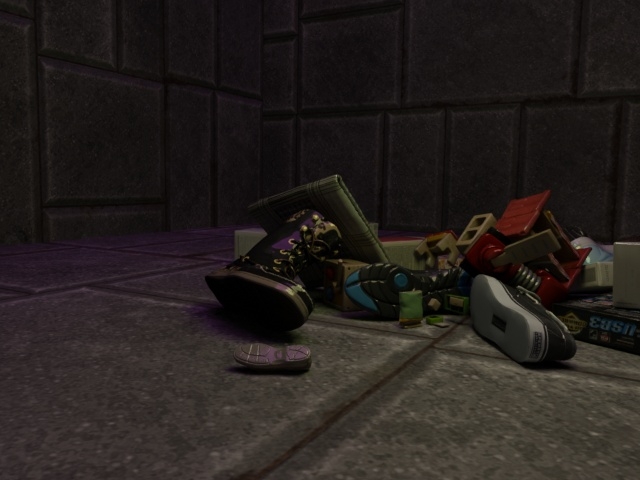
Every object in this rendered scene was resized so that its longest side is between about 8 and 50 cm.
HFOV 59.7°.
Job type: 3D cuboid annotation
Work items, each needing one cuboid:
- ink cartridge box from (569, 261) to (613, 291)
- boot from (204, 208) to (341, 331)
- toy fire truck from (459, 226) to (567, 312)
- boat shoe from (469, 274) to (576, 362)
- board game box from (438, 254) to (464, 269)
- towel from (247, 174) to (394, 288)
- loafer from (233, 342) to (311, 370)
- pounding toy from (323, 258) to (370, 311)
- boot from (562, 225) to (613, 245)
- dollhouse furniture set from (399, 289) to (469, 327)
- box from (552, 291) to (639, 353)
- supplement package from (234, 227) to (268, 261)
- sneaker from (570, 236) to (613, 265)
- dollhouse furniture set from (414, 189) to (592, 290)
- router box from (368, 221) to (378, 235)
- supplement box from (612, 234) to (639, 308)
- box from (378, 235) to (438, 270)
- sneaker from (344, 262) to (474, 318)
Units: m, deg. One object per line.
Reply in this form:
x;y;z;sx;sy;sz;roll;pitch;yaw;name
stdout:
0.765;0.102;1.416;0.261;0.066;0.296;1;-9;0;ink cartridge box
-0.067;0.052;1.222;0.284;0.138;0.377;-38;18;-26;boot
0.428;0.064;1.158;0.217;0.158;0.246;39;7;2;toy fire truck
0.376;0.143;1.060;0.105;0.113;0.306;7;8;-7;boat shoe
0.397;0.078;2.016;0.193;0.045;0.147;-1;6;-16;board game box
0.000;0.000;1.441;0.312;0.324;0.056;-14;34;36;towel
-0.076;0.193;0.890;0.125;0.039;0.045;-1;38;8;loafer
0.056;0.099;1.336;0.100;0.130;0.141;-2;7;-25;pounding toy
0.783;0.065;1.872;0.223;0.118;0.338;18;-24;-36;boot
0.239;0.145;1.179;0.152;0.076;0.058;-2;6;-31;dollhouse furniture set
0.672;0.162;1.104;0.293;0.073;0.295;-2;6;-37;box
-0.155;0.035;1.893;0.244;0.139;0.134;5;8;24;supplement package
0.880;0.099;1.704;0.366;0.135;0.150;9;41;-35;sneaker
0.458;0.025;1.441;0.152;0.201;0.374;-49;19;-29;dollhouse furniture set
0.123;0.027;1.817;0.046;0.179;0.133;-1;5;-41;router box
0.662;0.060;1.146;0.073;0.130;0.239;2;6;37;supplement box
0.213;0.067;1.587;0.232;0.148;0.127;-2;6;-37;box
0.205;0.125;1.311;0.341;0.125;0.139;4;-13;-21;sneaker
